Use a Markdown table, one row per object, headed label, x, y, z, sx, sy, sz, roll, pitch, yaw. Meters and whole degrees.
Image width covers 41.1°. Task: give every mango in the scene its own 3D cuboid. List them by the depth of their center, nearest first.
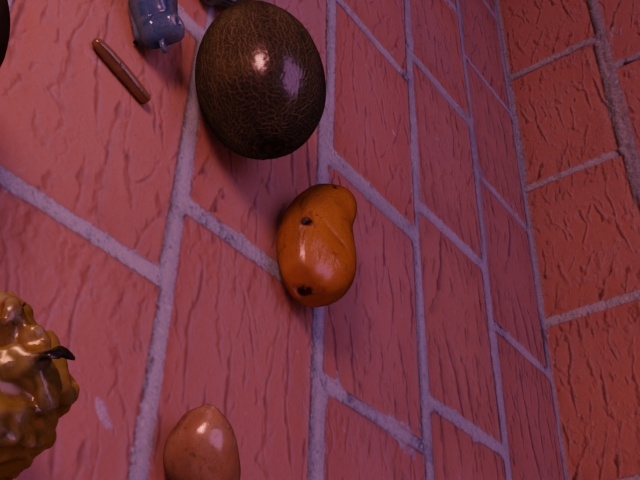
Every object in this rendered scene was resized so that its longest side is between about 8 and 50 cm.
| label | x | y | z | sx | sy | sz | roll | pitch | yaw |
| --- | --- | --- | --- | --- | --- | --- | --- | --- | --- |
| mango | -0.005 | 0.003 | 1.661 | 0.177 | 0.120 | 0.294 | 40 | 37 | -27 |

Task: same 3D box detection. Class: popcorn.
| label | x | y | z | sx | sy | sz | roll | pitch | yaw |
| --- | --- | --- | --- | --- | --- | --- | --- | --- | --- |
| popcorn | -0.369 | 0.148 | 0.864 | 0.249 | 0.225 | 0.249 | 31 | 47 | -39 |

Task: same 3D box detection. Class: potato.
| label | x | y | z | sx | sy | sz | roll | pitch | yaw |
| --- | --- | --- | --- | --- | --- | --- | --- | --- | --- |
| potato | -0.166 | 0.308 | 1.209 | 0.112 | 0.112 | 0.146 | -20 | 94 | -60 |

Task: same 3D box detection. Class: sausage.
| label | x | y | z | sx | sy | sz | roll | pitch | yaw |
| --- | --- | --- | --- | --- | --- | --- | --- | --- | --- |
| sausage | -0.330 | -0.282 | 1.417 | 0.132 | 0.024 | 0.024 | 52 | 33 | -27 |

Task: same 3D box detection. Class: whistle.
| label | x | y | z | sx | sy | sz | roll | pitch | yaw |
| --- | --- | --- | --- | --- | --- | --- | --- | --- | --- |
| whistle | -0.299 | -0.445 | 1.512 | 0.180 | 0.093 | 0.268 | 56 | 20 | -70 |

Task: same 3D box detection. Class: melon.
| label | x | y | z | sx | sy | sz | roll | pitch | yaw |
| --- | --- | --- | --- | --- | --- | --- | --- | --- | --- |
| melon | -0.111 | -0.299 | 1.570 | 0.238 | 0.238 | 0.301 | 22 | 50 | -52 |

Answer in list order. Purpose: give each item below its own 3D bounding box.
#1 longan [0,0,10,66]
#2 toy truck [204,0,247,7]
| label | x | y | z | sx | sy | sz | roll | pitch | yaw |
| --- | --- | --- | --- | --- | --- | --- | --- | --- | --- |
| longan | -0.470 | -0.240 | 0.944 | 0.300 | 0.243 | 0.300 | 20 | 67 | -58 |
| toy truck | -0.195 | -0.586 | 1.769 | 0.140 | 0.108 | 0.256 | 15 | 60 | -38 |
